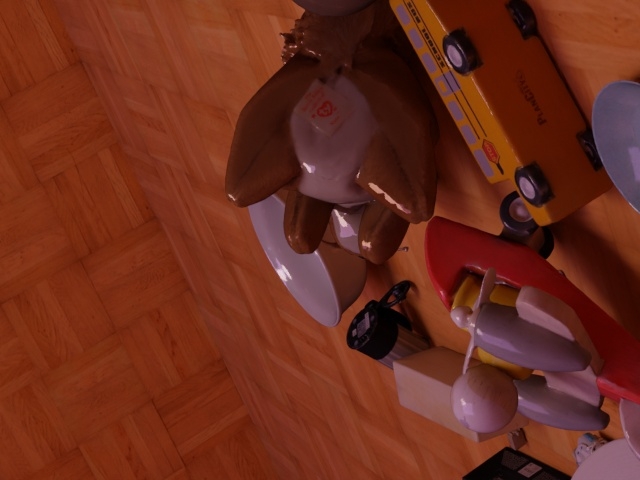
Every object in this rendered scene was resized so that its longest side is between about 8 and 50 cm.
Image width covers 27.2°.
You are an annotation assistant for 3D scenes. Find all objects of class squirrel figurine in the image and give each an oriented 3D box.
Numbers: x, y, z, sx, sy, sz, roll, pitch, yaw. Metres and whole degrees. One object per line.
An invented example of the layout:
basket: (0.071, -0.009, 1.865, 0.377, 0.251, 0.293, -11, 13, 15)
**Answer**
squirrel figurine: (0.061, -0.157, 1.880, 0.370, 0.281, 0.397, 40, -131, -69)

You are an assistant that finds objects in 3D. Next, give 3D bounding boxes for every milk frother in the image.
milk frother: (0.144, 0.156, 2.370, 0.134, 0.129, 0.143, 30, 143, -28)

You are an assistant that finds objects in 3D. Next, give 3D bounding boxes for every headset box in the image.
headset box: (0.389, 0.526, 2.265, 0.218, 0.110, 0.293, 18, 136, 63)

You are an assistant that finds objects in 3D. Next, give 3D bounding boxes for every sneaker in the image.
sneaker: (0.414, 0.320, 1.948, 0.083, 0.071, 0.191, 62, 163, 11)

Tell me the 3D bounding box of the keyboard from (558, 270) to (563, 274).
keyboard: (0.305, 0.079, 1.945, 0.072, 0.014, 0.256, 57, 163, -9)

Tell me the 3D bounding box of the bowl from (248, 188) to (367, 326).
bowl: (0.000, 0.000, 2.427, 0.298, 0.134, 0.298, 50, 160, 25)

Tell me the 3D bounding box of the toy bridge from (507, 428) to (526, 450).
toy bridge: (0.292, 0.305, 2.309, 0.188, 0.026, 0.063, 26, 142, 59)

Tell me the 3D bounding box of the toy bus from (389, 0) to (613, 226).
toy bus: (0.218, -0.181, 1.598, 0.333, 0.108, 0.130, 60, 162, -4)

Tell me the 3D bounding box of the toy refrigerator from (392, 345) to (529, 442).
toy refrigerator: (0.234, 0.260, 2.240, 0.269, 0.102, 0.094, 16, 120, 64)

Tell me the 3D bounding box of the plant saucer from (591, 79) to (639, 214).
plant saucer: (0.374, -0.094, 1.436, 0.195, 0.037, 0.195, 51, 161, 25)

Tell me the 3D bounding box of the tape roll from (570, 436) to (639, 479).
tape roll: (0.464, 0.444, 1.727, 0.392, 0.072, 0.392, 10, 101, 56)

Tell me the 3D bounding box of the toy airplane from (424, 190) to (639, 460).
toy airplane: (0.291, 0.154, 1.662, 0.386, 0.272, 0.384, 48, 176, -21)

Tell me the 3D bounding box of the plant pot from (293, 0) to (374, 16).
plant pot: (0.029, -0.377, 1.564, 0.263, 0.263, 0.229, 56, 165, 11)
